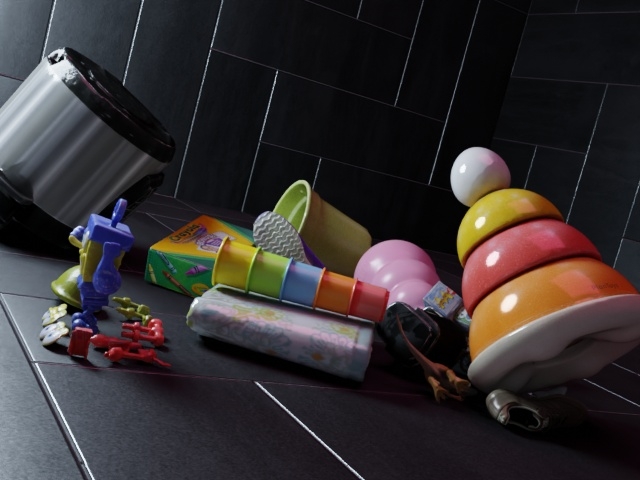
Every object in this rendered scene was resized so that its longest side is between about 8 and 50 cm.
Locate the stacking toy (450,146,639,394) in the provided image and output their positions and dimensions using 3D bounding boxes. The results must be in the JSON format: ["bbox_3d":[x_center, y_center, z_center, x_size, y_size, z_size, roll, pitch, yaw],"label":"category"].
[{"bbox_3d":[0.379,0.023,1.543,0.350,0.350,0.480,9,52,-41],"label":"stacking toy"}]

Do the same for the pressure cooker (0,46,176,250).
[{"bbox_3d":[-0.592,-0.183,1.880,0.375,0.420,0.370,49,7,40],"label":"pressure cooker"}]

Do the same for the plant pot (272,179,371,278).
[{"bbox_3d":[0.000,0.000,2.380,0.253,0.276,0.276,24,2,-22],"label":"plant pot"}]

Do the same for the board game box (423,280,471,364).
[{"bbox_3d":[0.296,0.183,1.707,0.194,0.060,0.194,21,-31,44],"label":"board game box"}]

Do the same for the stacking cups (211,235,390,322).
[{"bbox_3d":[-0.032,0.075,1.473,0.316,0.096,0.096,14,6,0],"label":"stacking cups"}]

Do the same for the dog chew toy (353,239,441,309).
[{"bbox_3d":[0.196,0.125,1.921,0.206,0.207,0.332,13,15,-13],"label":"dog chew toy"}]

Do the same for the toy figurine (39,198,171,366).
[{"bbox_3d":[-0.325,0.039,1.303,0.191,0.217,0.362,13,7,-18],"label":"toy figurine"}]

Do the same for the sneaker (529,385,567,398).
[{"bbox_3d":[0.424,0.298,1.519,0.061,0.054,0.152,14,6,23],"label":"sneaker"}]

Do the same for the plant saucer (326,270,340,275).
[{"bbox_3d":[-0.031,0.082,1.654,0.194,0.038,0.195,13,5,-1],"label":"plant saucer"}]

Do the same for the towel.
[{"bbox_3d":[-0.055,0.155,1.533,0.320,0.090,0.374,13,6,4],"label":"towel"}]

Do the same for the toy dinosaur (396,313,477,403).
[{"bbox_3d":[0.201,0.234,1.439,0.211,0.064,0.112,44,0,-23],"label":"toy dinosaur"}]

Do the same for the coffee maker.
[{"bbox_3d":[0.212,0.191,1.568,0.171,0.120,0.178,15,-2,28],"label":"coffee maker"}]

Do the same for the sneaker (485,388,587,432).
[{"bbox_3d":[0.376,0.304,1.387,0.188,0.066,0.071,8,24,-11],"label":"sneaker"}]

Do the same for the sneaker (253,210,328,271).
[{"bbox_3d":[-0.057,0.057,1.911,0.293,0.102,0.146,52,0,-8],"label":"sneaker"}]

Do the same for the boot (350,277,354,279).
[{"bbox_3d":[0.118,0.129,2.212,0.176,0.089,0.244,-3,-3,-5],"label":"boot"}]

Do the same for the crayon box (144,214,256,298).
[{"bbox_3d":[-0.254,0.036,1.824,0.165,0.081,0.278,18,21,11],"label":"crayon box"}]
